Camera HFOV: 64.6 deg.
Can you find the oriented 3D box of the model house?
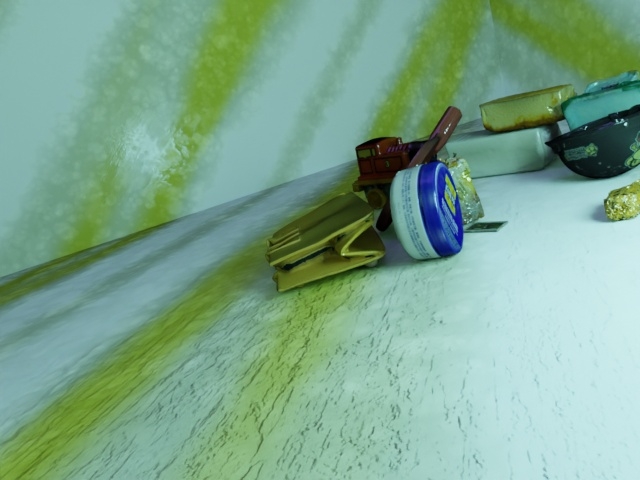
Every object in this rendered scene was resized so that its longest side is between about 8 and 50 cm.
[{"bbox_3d":[0.903,-0.404,1.495,0.281,0.230,0.248,-3,40,47],"label":"model house"}]

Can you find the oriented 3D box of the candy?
[{"bbox_3d":[0.641,-0.321,1.789,0.359,0.145,0.208,-2,19,39],"label":"candy"}]

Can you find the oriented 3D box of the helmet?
[{"bbox_3d":[0.759,-0.248,1.359,0.231,0.160,0.279,-25,3,-23],"label":"helmet"}]

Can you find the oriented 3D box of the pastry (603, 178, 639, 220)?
[{"bbox_3d":[0.644,-0.086,1.066,0.080,0.056,0.140,-20,11,36],"label":"pastry"}]

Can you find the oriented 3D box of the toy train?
[{"bbox_3d":[0.253,-0.231,1.685,0.163,0.231,0.369,-28,20,-39],"label":"toy train"}]

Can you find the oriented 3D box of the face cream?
[{"bbox_3d":[0.232,-0.063,1.105,0.111,0.205,0.206,-9,15,28],"label":"face cream"}]

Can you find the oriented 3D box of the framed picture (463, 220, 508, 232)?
[{"bbox_3d":[0.398,-0.033,1.223,0.089,0.006,0.066,-1,20,45],"label":"framed picture"}]

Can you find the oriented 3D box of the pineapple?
[{"bbox_3d":[0.322,-0.099,1.292,0.236,0.186,0.114,-59,18,6],"label":"pineapple"}]

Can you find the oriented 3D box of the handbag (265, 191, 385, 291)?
[{"bbox_3d":[0.000,0.000,1.293,0.283,0.133,0.401,-20,14,1],"label":"handbag"}]

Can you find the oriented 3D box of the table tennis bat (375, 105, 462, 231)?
[{"bbox_3d":[0.274,-0.200,1.415,0.414,0.051,0.268,-56,-10,-9],"label":"table tennis bat"}]

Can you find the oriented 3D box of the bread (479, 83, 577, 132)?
[{"bbox_3d":[0.687,-0.434,1.675,0.275,0.114,0.185,2,20,43],"label":"bread"}]
